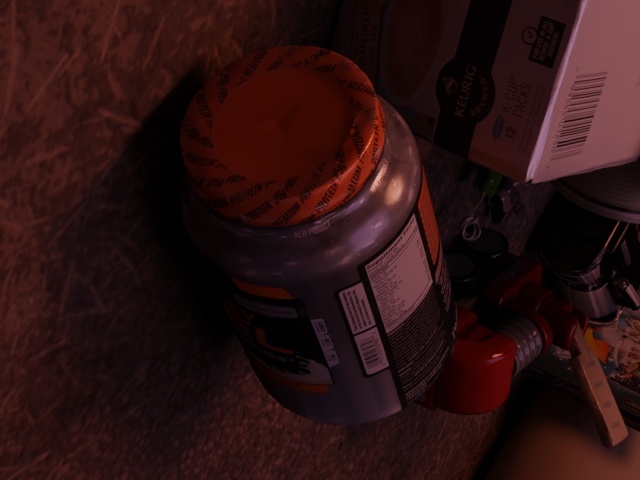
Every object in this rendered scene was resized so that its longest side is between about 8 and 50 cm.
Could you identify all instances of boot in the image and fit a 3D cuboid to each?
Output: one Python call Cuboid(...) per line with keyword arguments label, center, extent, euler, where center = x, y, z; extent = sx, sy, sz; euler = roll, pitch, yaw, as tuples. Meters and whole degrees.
Cuboid(label="boot", center=(0.223, -0.074, 1.699), extent=(0.087, 0.042, 0.118), euler=(-42, 145, -30))

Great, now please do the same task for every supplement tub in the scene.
Cuboid(label="supplement tub", center=(0.000, 0.000, 1.228), extent=(0.193, 0.193, 0.316), euler=(-51, 149, -22))

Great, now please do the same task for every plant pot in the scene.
Cuboid(label="plant pot", center=(0.358, 0.298, 2.056), extent=(0.256, 0.256, 0.274), euler=(62, 43, -57))

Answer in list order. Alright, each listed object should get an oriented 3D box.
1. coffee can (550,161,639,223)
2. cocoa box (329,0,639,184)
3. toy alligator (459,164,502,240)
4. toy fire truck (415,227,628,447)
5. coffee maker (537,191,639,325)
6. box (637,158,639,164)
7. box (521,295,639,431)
Cuboid(label="coffee can", center=(0.372, -0.185, 1.689), extent=(0.201, 0.201, 0.275), euler=(-33, 140, -44))
Cuboid(label="cocoa box", center=(0.185, -0.256, 1.288), extent=(0.231, 0.228, 0.347), euler=(-14, 125, -53))
Cuboid(label="toy alligator", center=(0.191, -0.088, 1.628), extent=(0.189, 0.056, 0.051), euler=(-64, -168, 0))
Cuboid(label="toy fire truck", center=(0.212, 0.130, 1.630), extent=(0.217, 0.246, 0.158), euler=(-35, 140, -43))
Cuboid(label="coffee maker", center=(0.349, -0.002, 1.916), extent=(0.178, 0.120, 0.171), euler=(56, 41, -59))
Cuboid(label="box", center=(0.394, -0.087, 1.483), extent=(0.127, 0.231, 0.262), euler=(-41, 130, 5))
Cuboid(label="box", center=(0.392, 0.148, 1.959), extent=(0.159, 0.233, 0.044), euler=(-51, 149, -21))
